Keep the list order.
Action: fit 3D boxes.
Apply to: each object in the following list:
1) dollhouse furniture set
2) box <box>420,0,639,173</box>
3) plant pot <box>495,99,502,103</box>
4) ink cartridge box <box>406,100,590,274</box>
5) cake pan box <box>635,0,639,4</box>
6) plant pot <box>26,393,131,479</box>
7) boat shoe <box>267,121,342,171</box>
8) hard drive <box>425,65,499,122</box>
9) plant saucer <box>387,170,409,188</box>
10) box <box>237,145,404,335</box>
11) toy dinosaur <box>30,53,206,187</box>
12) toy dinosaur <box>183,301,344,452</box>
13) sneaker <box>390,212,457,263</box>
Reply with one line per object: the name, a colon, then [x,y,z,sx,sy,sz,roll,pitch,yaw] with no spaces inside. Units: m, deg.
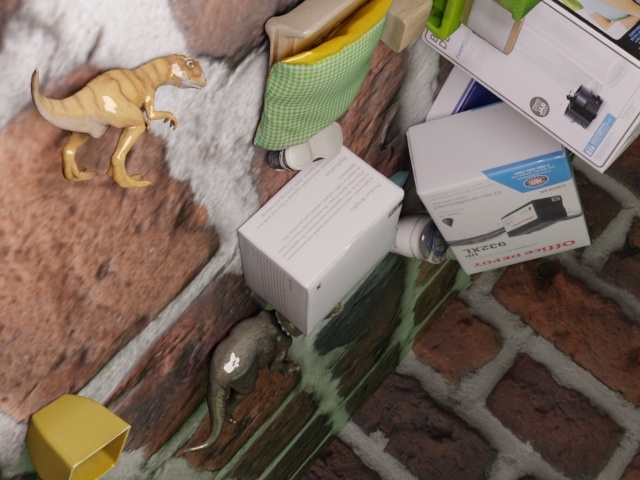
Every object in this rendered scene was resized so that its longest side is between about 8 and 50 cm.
dollhouse furniture set: [0.091,-0.192,0.880,0.301,0.151,0.197,-43,163,-25]
box: [0.271,-0.234,1.032,0.087,0.290,0.169,-40,163,-29]
plant pot: [0.329,-0.150,1.615,0.188,0.167,0.187,-38,160,-42]
ink cartridge box: [0.292,-0.081,1.394,0.223,0.129,0.307,-15,150,17]
cake pan box: [0.353,-0.367,1.125,0.267,0.070,0.245,89,1,-67]
plant pot: [-0.268,0.214,0.937,0.081,0.083,0.081,-33,156,-46]
boat shoe: [-0.015,-0.106,0.995,0.125,0.038,0.046,-39,120,-52]
hard drive: [0.302,-0.304,1.421,0.319,0.040,0.210,-33,157,-48]
plant saucer: [0.095,-0.042,1.488,0.067,0.018,0.192,-36,158,-42]
box: [0.000,0.000,1.128,0.181,0.119,0.182,-45,163,-19]
toy dinosaur: [-0.159,-0.091,0.621,0.211,0.064,0.112,-42,146,-60]
toy dinosaur: [-0.110,0.169,1.279,0.314,0.121,0.160,-37,148,-27]
sneaker: [0.205,-0.017,1.654,0.297,0.129,0.110,2,94,-62]
